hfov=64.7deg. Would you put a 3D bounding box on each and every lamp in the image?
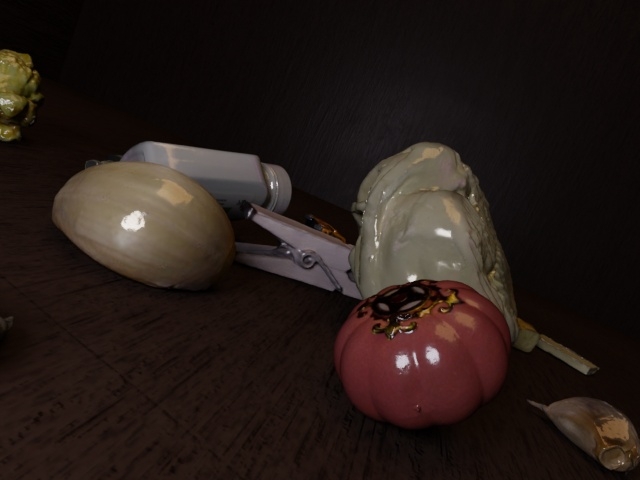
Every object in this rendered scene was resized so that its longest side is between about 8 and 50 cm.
[{"bbox_3d":[0.105,0.120,0.523,0.182,0.140,0.182,-19,17,6],"label":"lamp"}]

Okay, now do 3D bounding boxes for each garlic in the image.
[{"bbox_3d":[-0.228,-0.018,0.638,0.245,0.145,0.164,22,-23,-2],"label":"garlic"},{"bbox_3d":[0.367,0.247,0.681,0.084,0.066,0.152,18,13,-21],"label":"garlic"}]

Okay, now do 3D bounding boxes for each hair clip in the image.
[{"bbox_3d":[-0.008,0.034,0.918,0.330,0.101,0.085,21,5,-25],"label":"hair clip"}]

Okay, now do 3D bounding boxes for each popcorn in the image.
[{"bbox_3d":[-0.648,-0.282,1.016,0.173,0.168,0.195,30,40,-43],"label":"popcorn"}]

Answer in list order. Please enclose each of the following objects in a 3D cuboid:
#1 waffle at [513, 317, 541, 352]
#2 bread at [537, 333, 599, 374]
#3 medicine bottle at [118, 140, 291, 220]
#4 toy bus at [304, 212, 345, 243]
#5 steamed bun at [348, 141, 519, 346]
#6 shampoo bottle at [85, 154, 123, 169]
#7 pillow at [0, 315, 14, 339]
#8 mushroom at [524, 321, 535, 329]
[{"bbox_3d":[0.346,0.163,1.153,0.274,0.057,0.168,21,9,-15],"label":"waffle"},{"bbox_3d":[0.578,0.270,1.205,0.068,0.028,0.153,14,14,-46],"label":"bread"},{"bbox_3d":[-0.192,-0.092,0.883,0.161,0.111,0.296,-28,-16,39],"label":"medicine bottle"},{"bbox_3d":[0.000,0.000,1.154,0.088,0.083,0.194,22,8,-14],"label":"toy bus"},{"bbox_3d":[0.163,0.030,0.818,0.247,0.352,0.339,-15,-34,25],"label":"steamed bun"},{"bbox_3d":[-0.411,-0.145,1.061,0.063,0.057,0.207,32,12,8],"label":"shampoo bottle"},{"bbox_3d":[-0.335,0.015,0.314,0.255,0.059,0.169,25,12,5],"label":"pillow"},{"bbox_3d":[0.399,0.173,1.302,0.306,0.043,0.068,24,-28,7],"label":"mushroom"}]
